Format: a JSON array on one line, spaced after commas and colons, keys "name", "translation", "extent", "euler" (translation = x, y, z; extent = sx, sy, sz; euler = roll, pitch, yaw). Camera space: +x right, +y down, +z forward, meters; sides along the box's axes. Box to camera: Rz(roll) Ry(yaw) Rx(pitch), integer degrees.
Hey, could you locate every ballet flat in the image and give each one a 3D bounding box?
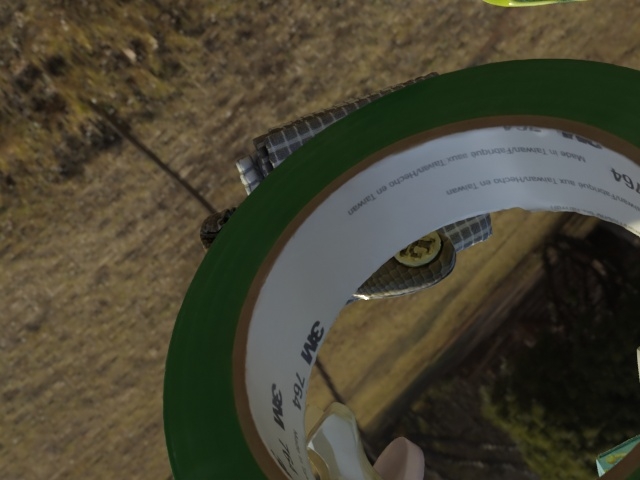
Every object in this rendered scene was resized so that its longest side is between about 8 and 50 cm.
[{"name": "ballet flat", "translation": [0.000, 0.000, 0.923], "extent": [0.058, 0.249, 0.084], "euler": [74, 32, -41]}]

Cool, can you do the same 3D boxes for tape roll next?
[{"name": "tape roll", "translation": [0.078, 0.051, 0.503], "extent": [0.321, 0.321, 0.077], "euler": [-44, 135, -9]}]

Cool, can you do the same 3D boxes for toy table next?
[{"name": "toy table", "translation": [0.021, 0.335, 1.328], "extent": [0.252, 0.161, 0.274], "euler": [-57, -175, 18]}]

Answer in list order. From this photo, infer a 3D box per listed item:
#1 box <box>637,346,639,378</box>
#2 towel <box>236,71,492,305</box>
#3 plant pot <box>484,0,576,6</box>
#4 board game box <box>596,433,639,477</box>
[{"name": "box", "translation": [0.472, 0.271, 1.039], "extent": [0.215, 0.345, 0.168], "euler": [-13, -157, 4]}, {"name": "towel", "translation": [0.063, -0.060, 1.247], "extent": [0.283, 0.235, 0.121], "euler": [-25, -171, -26]}, {"name": "plant pot", "translation": [0.210, -0.332, 0.890], "extent": [0.227, 0.228, 0.207], "euler": [-12, -165, -13]}, {"name": "board game box", "translation": [0.305, 0.243, 0.617], "extent": [0.142, 0.275, 0.144], "euler": [-26, 138, 1]}]
